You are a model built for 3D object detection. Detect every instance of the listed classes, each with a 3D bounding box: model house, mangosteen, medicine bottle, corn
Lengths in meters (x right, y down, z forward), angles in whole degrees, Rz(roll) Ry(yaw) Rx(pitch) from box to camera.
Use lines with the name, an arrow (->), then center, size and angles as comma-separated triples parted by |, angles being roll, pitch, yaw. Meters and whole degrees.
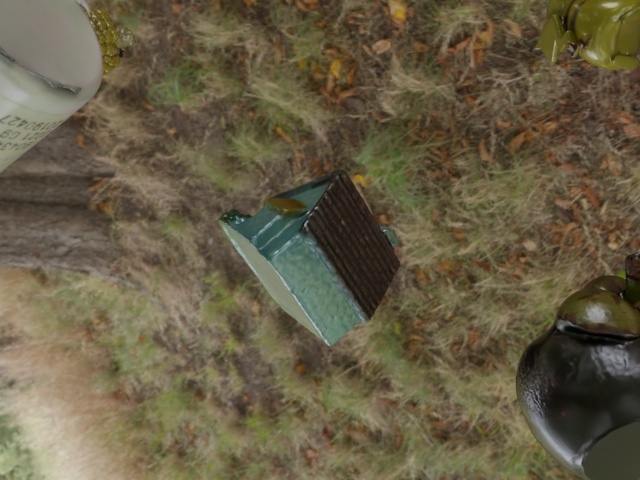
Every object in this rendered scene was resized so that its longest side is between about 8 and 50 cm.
model house -> 0.000, 0.000, 1.321 | 0.230, 0.249, 0.280 | 29, 156, 54
mangosteen -> 0.390, 0.170, 0.893 | 0.288, 0.233, 0.287 | 3, 125, 4
medicine bottle -> -0.440, -0.152, 0.778 | 0.379, 0.213, 0.213 | -30, 84, 22
corn -> -0.463, -0.307, 1.139 | 0.119, 0.322, 0.119 | 169, 90, -82

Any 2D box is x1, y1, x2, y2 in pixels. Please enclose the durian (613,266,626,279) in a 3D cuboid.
durian -> 0.802, 0.218, 1.641 | 0.340, 0.204, 0.255 | 32, 167, 41

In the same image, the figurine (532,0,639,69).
figurine -> 0.590, -0.484, 1.561 | 0.169, 0.326, 0.218 | 0, 122, -6
